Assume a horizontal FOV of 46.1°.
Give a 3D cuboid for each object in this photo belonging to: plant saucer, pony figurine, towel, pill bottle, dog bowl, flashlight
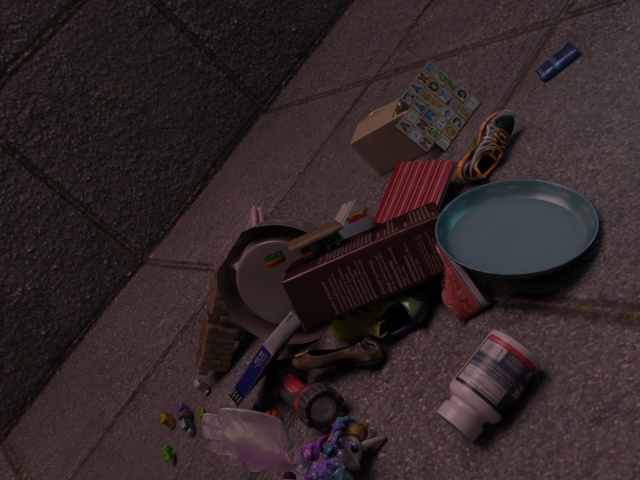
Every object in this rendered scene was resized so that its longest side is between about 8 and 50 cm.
[{"bbox_3d":[0.394,-0.020,1.522,0.318,0.043,0.317,-9,37,7],"label":"plant saucer"},{"bbox_3d":[-0.053,0.480,1.401,0.351,0.302,0.363,-6,31,9],"label":"pony figurine"},{"bbox_3d":[0.253,-0.124,2.037,0.275,0.031,0.198,10,77,63],"label":"towel"},{"bbox_3d":[0.290,0.257,1.318,0.180,0.108,0.108,-50,23,-7],"label":"pill bottle"},{"bbox_3d":[-0.090,0.097,1.957,0.349,0.348,0.102,-35,13,25],"label":"dog bowl"},{"bbox_3d":[-0.042,0.347,1.756,0.103,0.103,0.304,-10,12,-18],"label":"flashlight"},{"bbox_3d":[-0.223,0.102,2.330,0.317,0.054,0.331,-106,31,-62],"label":"towel"},{"bbox_3d":[0.639,-0.482,2.026,0.119,0.029,0.067,-38,25,19],"label":"towel"}]

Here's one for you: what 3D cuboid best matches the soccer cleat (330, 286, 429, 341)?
[{"bbox_3d":[0.122,0.184,1.734,0.289,0.093,0.121,-25,24,38],"label":"soccer cleat"}]

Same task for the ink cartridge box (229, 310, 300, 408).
[{"bbox_3d":[-0.150,0.310,1.887,0.223,0.045,0.224,-57,-5,34],"label":"ink cartridge box"}]

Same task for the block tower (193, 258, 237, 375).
[{"bbox_3d":[-0.288,0.224,2.194,0.091,0.097,0.335,-140,63,-67],"label":"block tower"}]

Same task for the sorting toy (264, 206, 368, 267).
[{"bbox_3d":[0.000,0.000,1.767,0.275,0.046,0.132,-25,8,-2],"label":"sorting toy"}]

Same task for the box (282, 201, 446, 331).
[{"bbox_3d":[0.116,0.056,1.715,0.382,0.143,0.191,-22,9,8],"label":"box"}]

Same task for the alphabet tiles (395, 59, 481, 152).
[{"bbox_3d":[0.328,-0.379,2.184,0.237,0.198,0.009,-53,5,-15],"label":"alphabet tiles"}]

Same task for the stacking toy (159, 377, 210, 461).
[{"bbox_3d":[-0.379,0.509,2.131,0.167,0.052,0.221,-46,25,6],"label":"stacking toy"}]

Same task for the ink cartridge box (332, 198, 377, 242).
[{"bbox_3d":[0.075,-0.002,2.106,0.062,0.109,0.209,-19,36,48],"label":"ink cartridge box"}]

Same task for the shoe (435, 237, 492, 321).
[{"bbox_3d":[0.277,0.080,1.575,0.081,0.178,0.063,-39,-13,26],"label":"shoe"}]

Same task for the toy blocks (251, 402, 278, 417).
[{"bbox_3d":[-0.147,0.448,1.820,0.123,0.054,0.148,-31,27,34],"label":"toy blocks"}]

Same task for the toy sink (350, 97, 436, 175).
[{"bbox_3d":[0.238,-0.331,2.311,0.234,0.153,0.131,-26,30,41],"label":"toy sink"}]

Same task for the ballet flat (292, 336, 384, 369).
[{"bbox_3d":[0.036,0.260,1.739,0.250,0.058,0.084,-11,8,37],"label":"ballet flat"}]

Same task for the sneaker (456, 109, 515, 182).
[{"bbox_3d":[0.436,-0.235,1.912,0.214,0.084,0.083,-59,23,-2],"label":"sneaker"}]

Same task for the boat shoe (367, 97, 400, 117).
[{"bbox_3d":[0.275,-0.422,2.466,0.302,0.094,0.109,-24,32,42],"label":"boat shoe"}]
